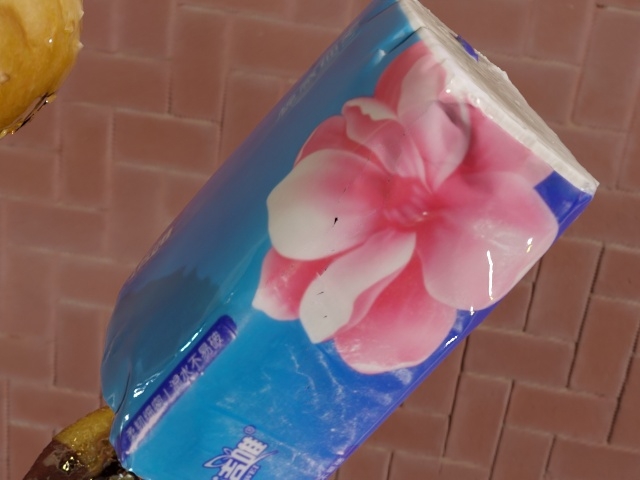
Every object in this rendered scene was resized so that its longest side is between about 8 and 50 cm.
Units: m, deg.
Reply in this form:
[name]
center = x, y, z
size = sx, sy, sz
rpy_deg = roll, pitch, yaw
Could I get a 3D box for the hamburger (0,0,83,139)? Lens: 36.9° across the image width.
[hamburger]
center = -0.206, -0.105, 0.341
size = 0.245, 0.260, 0.211
rpy_deg = -15, 111, 7

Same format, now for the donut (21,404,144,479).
[donut]
center = -0.122, 0.165, 0.582
size = 0.140, 0.140, 0.059
rpy_deg = -9, 128, 11

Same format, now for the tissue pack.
[tissue pack]
center = 0.000, 0.000, 0.549
size = 0.137, 0.209, 0.270
rpy_deg = 35, 111, -19
